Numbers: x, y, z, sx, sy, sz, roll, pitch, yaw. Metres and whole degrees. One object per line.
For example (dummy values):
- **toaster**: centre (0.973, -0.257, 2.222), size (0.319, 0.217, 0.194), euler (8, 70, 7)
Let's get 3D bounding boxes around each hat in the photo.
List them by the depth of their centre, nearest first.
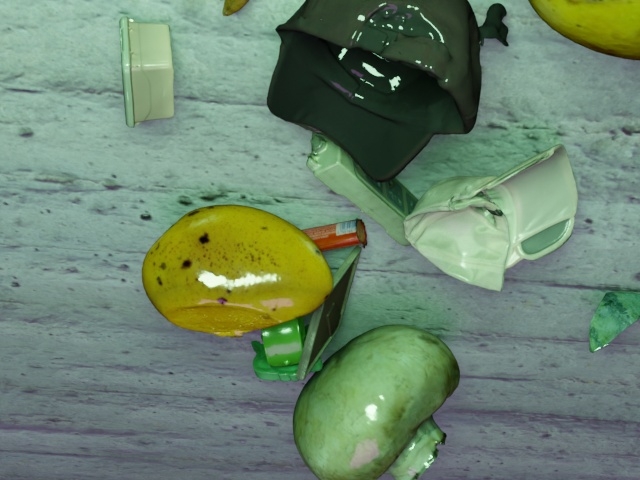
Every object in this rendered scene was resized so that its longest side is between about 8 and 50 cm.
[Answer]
- **hat**: centre (0.079, -0.225, 1.094), size (0.238, 0.209, 0.336), euler (30, 160, -6)
- **hat**: centre (0.245, -0.059, 1.358), size (0.164, 0.226, 0.219), euler (29, 161, 41)

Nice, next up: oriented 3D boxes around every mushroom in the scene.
- **mushroom**: centre (0.108, 0.305, 1.736), size (0.260, 0.352, 0.352), euler (44, 141, 4)

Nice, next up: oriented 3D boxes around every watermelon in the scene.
- **watermelon**: centre (0.519, 0.140, 1.673), size (0.180, 0.081, 0.094), euler (-19, 139, -36)

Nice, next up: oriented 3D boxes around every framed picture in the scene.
- **framed picture**: centre (0.014, 0.122, 1.581), size (0.015, 0.150, 0.203), euler (26, 134, 13)

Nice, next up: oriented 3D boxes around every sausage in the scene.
- **sausage**: centre (0.000, 0.000, 1.515), size (0.145, 0.048, 0.050), euler (-11, 122, 19)

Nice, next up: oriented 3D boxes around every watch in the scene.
- **watch**: centre (-0.071, 0.159, 1.697), size (0.131, 0.165, 0.152), euler (-10, 125, 5)

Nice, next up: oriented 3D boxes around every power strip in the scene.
- **power strip**: centre (0.077, -0.071, 1.371), size (0.048, 0.080, 0.286), euler (-20, 142, 28)

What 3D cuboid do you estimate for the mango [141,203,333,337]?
- **mango**: centre (-0.122, 0.040, 1.448), size (0.290, 0.191, 0.160), euler (5, 154, 4)

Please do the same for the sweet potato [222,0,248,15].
- **sweet potato**: centre (-0.067, -0.313, 1.038), size (0.044, 0.044, 0.179), euler (18, 137, -24)

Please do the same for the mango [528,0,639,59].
- **mango**: centre (0.376, -0.278, 0.858), size (0.445, 0.232, 0.300), euler (-4, -173, -21)

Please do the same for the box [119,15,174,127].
- **box**: centre (-0.213, -0.206, 1.170), size (0.062, 0.089, 0.122), euler (-3, 149, -12)
